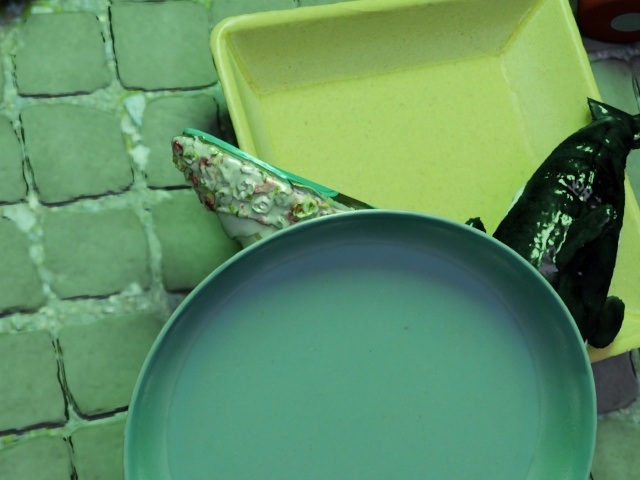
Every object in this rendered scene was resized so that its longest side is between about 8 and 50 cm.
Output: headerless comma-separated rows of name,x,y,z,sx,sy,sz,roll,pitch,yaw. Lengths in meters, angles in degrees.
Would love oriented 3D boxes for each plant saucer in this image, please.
plant saucer,0.095,-0.036,0.800,0.333,0.081,0.332,-13,82,-22
plant saucer,0.029,0.132,0.647,0.318,0.044,0.317,-2,102,-11

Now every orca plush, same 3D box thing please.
orca plush,0.211,-0.002,0.734,0.151,0.102,0.287,47,67,-4

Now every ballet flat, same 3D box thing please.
ballet flat,0.000,0.000,0.671,0.241,0.091,0.077,22,85,-11

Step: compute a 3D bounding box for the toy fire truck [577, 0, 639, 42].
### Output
toy fire truck,0.376,-0.291,0.868,0.302,0.254,0.169,10,74,-17
